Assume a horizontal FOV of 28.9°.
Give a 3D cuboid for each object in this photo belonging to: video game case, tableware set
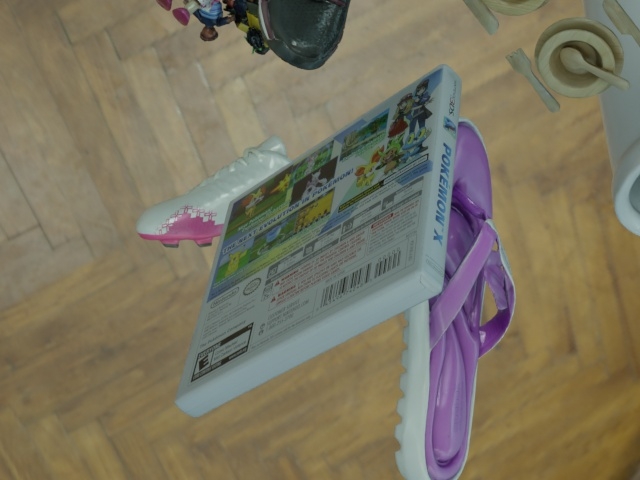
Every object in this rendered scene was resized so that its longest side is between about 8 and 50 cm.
[{"bbox_3d":[0.000,0.000,1.247,0.329,0.300,0.036,-31,122,35],"label":"video game case"},{"bbox_3d":[0.216,-0.210,1.198,0.128,0.039,0.194,-29,111,37],"label":"tableware set"}]

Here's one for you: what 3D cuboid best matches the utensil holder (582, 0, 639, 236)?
[{"bbox_3d":[0.510,-0.235,1.606,0.327,0.385,0.327,-4,153,-2],"label":"utensil holder"}]

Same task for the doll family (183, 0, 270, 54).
[{"bbox_3d":[-0.106,-0.318,1.762,0.076,0.193,0.111,-42,150,-33],"label":"doll family"}]

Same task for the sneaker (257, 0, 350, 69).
[{"bbox_3d":[0.014,-0.340,1.413,0.106,0.281,0.162,21,146,-15],"label":"sneaker"}]

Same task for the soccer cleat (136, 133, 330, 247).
[{"bbox_3d":[-0.112,-0.080,1.821,0.331,0.116,0.143,-9,105,-15],"label":"soccer cleat"}]

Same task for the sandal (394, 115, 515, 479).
[{"bbox_3d":[0.166,0.073,1.367,0.169,0.102,0.416,-10,105,-56],"label":"sandal"}]

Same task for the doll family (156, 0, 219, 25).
[{"bbox_3d":[-0.180,-0.392,1.468,0.263,0.118,0.163,40,73,6],"label":"doll family"}]
